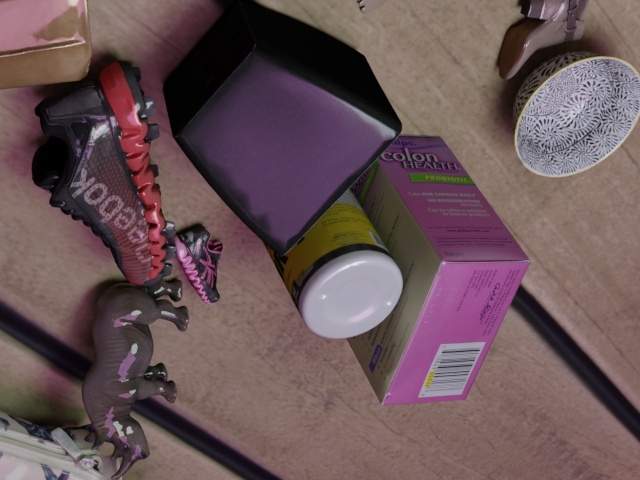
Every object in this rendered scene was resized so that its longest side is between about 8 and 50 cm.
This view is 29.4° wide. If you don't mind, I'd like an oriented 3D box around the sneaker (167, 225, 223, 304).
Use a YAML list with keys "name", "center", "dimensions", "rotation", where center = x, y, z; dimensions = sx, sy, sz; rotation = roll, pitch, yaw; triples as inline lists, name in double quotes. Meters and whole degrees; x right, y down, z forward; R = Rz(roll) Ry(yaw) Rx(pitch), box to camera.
- name: "sneaker"
  center: [-0.136, 0.028, 1.452]
  dimensions: [0.057, 0.047, 0.119]
  rotation: [-33, 138, -12]

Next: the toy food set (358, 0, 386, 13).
- name: "toy food set"
  center: [0.069, -0.321, 1.239]
  dimensions: [0.132, 0.038, 0.192]
  rotation: [-29, 135, 0]

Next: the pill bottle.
- name: "pill bottle"
  center: [0.000, 0.000, 1.371]
  dimensions: [0.119, 0.208, 0.119]
  rotation: [-14, 133, -15]

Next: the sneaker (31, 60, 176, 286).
- name: "sneaker"
  center: [-0.230, -0.055, 1.289]
  dimensions: [0.135, 0.098, 0.276]
  rotation: [-16, 132, -13]

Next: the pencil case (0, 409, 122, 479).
- name: "pencil case"
  center: [-0.440, 0.245, 1.407]
  dimensions: [0.410, 0.160, 0.183]
  rotation: [26, 122, -40]

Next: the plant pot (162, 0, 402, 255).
- name: "plant pot"
  center: [-0.055, -0.134, 1.256]
  dimensions: [0.167, 0.187, 0.188]
  rotation: [35, 109, -30]

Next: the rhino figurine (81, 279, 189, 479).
- name: "rhino figurine"
  center: [-0.227, 0.162, 1.443]
  dimensions: [0.106, 0.073, 0.243]
  rotation: [8, 94, -26]

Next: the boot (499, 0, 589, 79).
- name: "boot"
  center: [0.261, -0.237, 1.408]
  dimensions: [0.087, 0.042, 0.118]
  rotation: [-2, 130, -27]

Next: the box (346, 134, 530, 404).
- name: "box"
  center: [0.108, 0.031, 1.427]
  dimensions: [0.117, 0.243, 0.214]
  rotation: [0, 128, -26]

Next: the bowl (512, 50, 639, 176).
- name: "bowl"
  center: [0.291, -0.166, 1.457]
  dimensions: [0.170, 0.080, 0.170]
  rotation: [-14, 133, -15]

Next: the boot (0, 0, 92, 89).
- name: "boot"
  center: [-0.350, -0.147, 1.157]
  dimensions: [0.269, 0.089, 0.236]
  rotation: [-12, 133, -18]
